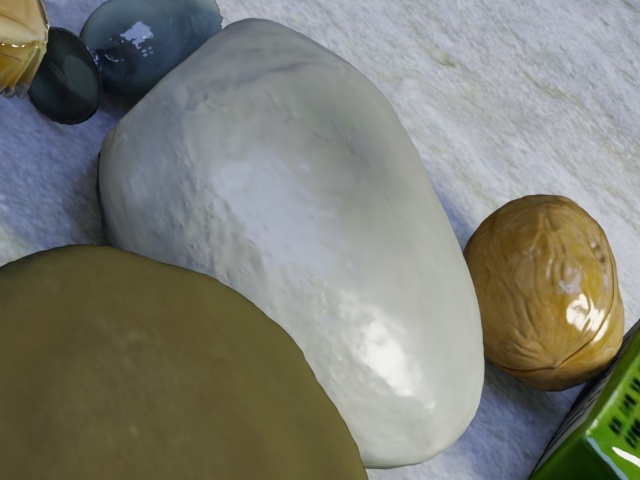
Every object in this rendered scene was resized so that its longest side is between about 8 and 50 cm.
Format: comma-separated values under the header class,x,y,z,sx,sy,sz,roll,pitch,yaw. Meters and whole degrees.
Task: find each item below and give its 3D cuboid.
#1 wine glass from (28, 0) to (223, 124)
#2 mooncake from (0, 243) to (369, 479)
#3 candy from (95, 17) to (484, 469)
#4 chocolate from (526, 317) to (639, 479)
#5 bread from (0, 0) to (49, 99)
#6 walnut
class,x,y,z,sx,sy,sz,roll,pitch,yaw
wine glass,-0.173,-0.174,1.677,0.093,0.093,0.202,51,39,2
mooncake,-0.153,0.200,1.295,0.378,0.201,0.378,23,45,-25
candy,0.000,0.000,1.639,0.386,0.186,0.427,-24,83,-55
chocolate,0.357,0.246,1.820,0.289,0.137,0.301,48,38,-2
bread,-0.322,-0.233,1.564,0.136,0.107,0.241,5,55,-47
walnut,0.216,0.049,1.829,0.165,0.165,0.197,19,39,-34
